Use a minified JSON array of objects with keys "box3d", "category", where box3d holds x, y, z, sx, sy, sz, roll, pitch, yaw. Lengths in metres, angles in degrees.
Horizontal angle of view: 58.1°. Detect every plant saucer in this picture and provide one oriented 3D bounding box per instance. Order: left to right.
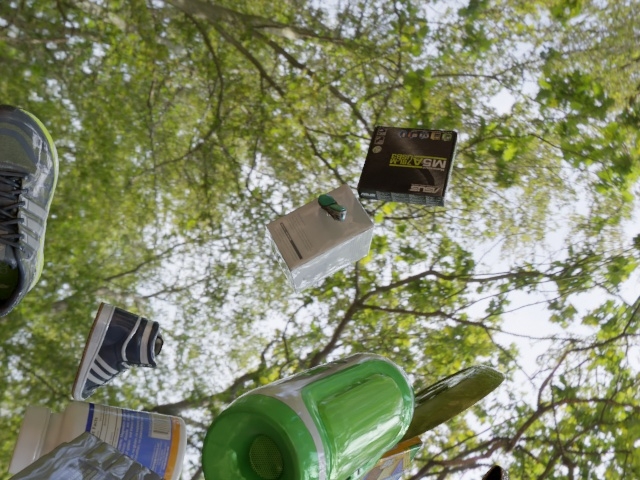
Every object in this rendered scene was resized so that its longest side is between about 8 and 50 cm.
[{"box3d":[0.192,0.267,0.959,0.241,0.241,0.037,-35,-103,27],"category":"plant saucer"}]

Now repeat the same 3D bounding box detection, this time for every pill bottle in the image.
[{"box3d":[-0.390,0.370,1.021,0.152,0.272,0.152,-47,-146,47],"category":"pill bottle"}]

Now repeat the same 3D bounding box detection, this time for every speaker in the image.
[{"box3d":[0.006,0.203,0.637,0.131,0.297,0.131,-1,-92,28],"category":"speaker"}]

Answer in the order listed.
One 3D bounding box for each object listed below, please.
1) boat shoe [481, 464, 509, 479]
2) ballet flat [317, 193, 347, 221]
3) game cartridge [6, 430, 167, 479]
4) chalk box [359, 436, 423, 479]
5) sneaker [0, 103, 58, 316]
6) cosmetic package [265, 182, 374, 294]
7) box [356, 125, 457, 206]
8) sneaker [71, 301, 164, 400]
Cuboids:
[{"box3d":[0.323,0.532,1.155,0.066,0.183,0.066,7,-43,35],"category":"boat shoe"},{"box3d":[0.024,-0.069,1.281,0.114,0.041,0.041,43,-65,57],"category":"ballet flat"},{"box3d":[-0.312,0.377,0.737,0.230,0.355,0.068,25,-87,5],"category":"game cartridge"},{"box3d":[0.062,0.494,1.298,0.180,0.179,0.288,52,-49,41],"category":"chalk box"},{"box3d":[-0.410,-0.028,0.759,0.121,0.111,0.299,-123,-140,-57],"category":"sneaker"},{"box3d":[0.000,0.000,1.432,0.225,0.224,0.138,-27,-107,-9],"category":"cosmetic package"},{"box3d":[0.193,-0.166,1.267,0.191,0.045,0.184,8,-122,19],"category":"box"},{"box3d":[-0.438,0.263,1.255,0.099,0.153,0.282,-97,-150,-54],"category":"sneaker"}]
